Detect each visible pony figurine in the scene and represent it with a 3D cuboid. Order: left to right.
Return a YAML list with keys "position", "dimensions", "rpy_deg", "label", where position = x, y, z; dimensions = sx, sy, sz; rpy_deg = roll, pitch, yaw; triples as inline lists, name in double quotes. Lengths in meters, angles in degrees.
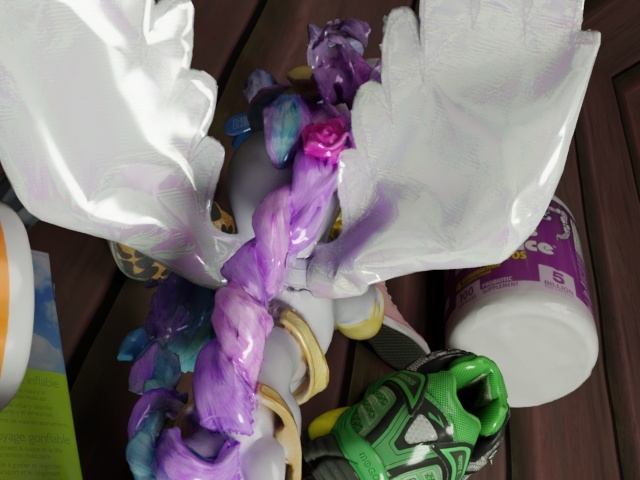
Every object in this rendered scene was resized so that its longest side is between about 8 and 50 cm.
- position: [-0.017, -0.019, 0.566]
  dimensions: [0.363, 0.302, 0.351]
  rpy_deg: [-65, 159, -71]
  label: "pony figurine"

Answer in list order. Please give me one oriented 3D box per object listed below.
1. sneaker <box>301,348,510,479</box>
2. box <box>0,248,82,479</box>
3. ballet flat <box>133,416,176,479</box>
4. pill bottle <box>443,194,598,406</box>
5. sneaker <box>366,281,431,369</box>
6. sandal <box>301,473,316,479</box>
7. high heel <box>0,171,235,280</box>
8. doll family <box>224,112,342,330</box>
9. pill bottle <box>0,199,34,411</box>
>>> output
- position: [0.113, 0.165, 0.854]
  dimensions: [0.134, 0.146, 0.343]
  rpy_deg: [59, 15, 9]
  label: "sneaker"
- position: [-0.212, 0.082, 0.600]
  dimensions: [0.109, 0.042, 0.178]
  rpy_deg: [18, 46, -47]
  label: "box"
- position: [-0.079, 0.255, 0.557]
  dimensions: [0.123, 0.123, 0.349]
  rpy_deg: [18, 46, -47]
  label: "ballet flat"
- position: [0.232, 0.037, 1.160]
  dimensions: [0.169, 0.169, 0.301]
  rpy_deg: [40, 32, -24]
  label: "pill bottle"
- position: [0.067, 0.077, 0.999]
  dimensions: [0.134, 0.051, 0.070]
  rpy_deg: [37, 39, -20]
  label: "sneaker"
- position: [-0.028, 0.220, 0.730]
  dimensions: [0.179, 0.040, 0.067]
  rpy_deg: [5, 56, -49]
  label: "sandal"
- position: [-0.109, -0.054, 0.740]
  dimensions: [0.261, 0.186, 0.093]
  rpy_deg: [6, 51, -53]
  label: "high heel"
- position: [0.000, 0.000, 0.886]
  dimensions: [0.163, 0.118, 0.263]
  rpy_deg: [64, 14, -50]
  label: "doll family"
- position: [-0.263, 0.031, 0.463]
  dimensions: [0.221, 0.121, 0.121]
  rpy_deg: [3, 56, -36]
  label: "pill bottle"
